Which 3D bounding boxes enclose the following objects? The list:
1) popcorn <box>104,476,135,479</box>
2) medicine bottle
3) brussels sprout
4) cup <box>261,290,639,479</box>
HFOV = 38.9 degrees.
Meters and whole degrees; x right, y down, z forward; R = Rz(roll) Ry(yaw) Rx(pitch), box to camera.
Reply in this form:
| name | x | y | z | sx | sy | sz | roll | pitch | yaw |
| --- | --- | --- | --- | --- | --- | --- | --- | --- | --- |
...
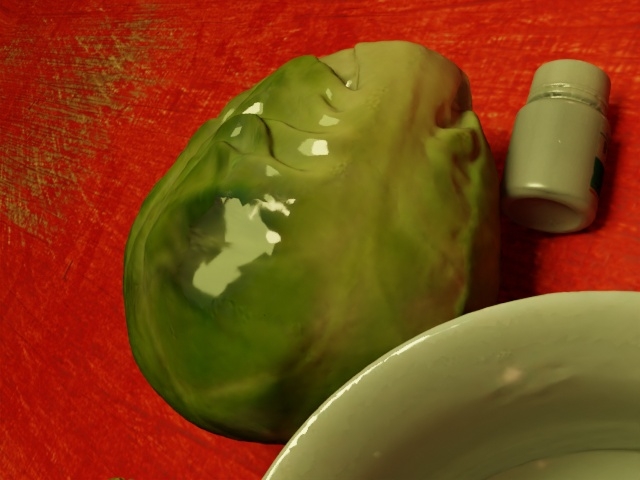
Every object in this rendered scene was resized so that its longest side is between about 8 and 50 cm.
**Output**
| name | x | y | z | sx | sy | sz | roll | pitch | yaw |
| --- | --- | --- | --- | --- | --- | --- | --- | --- | --- |
| popcorn | -0.222 | 0.311 | 0.946 | 0.106 | 0.116 | 0.121 | 38 | 51 | 25 |
| medicine bottle | 0.198 | -0.078 | 0.752 | 0.080 | 0.080 | 0.130 | -6 | 59 | 47 |
| brussels sprout | 0.005 | 0.002 | 0.749 | 0.289 | 0.281 | 0.354 | 8 | 73 | 63 |
| cup | 0.132 | 0.210 | 0.411 | 0.347 | 0.163 | 0.347 | -6 | 67 | 15 |
